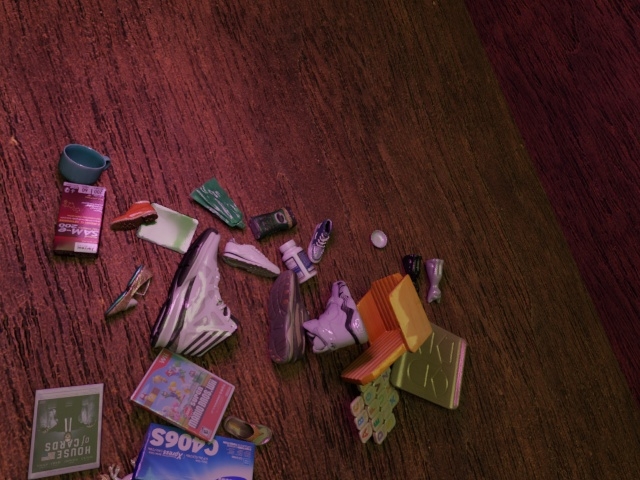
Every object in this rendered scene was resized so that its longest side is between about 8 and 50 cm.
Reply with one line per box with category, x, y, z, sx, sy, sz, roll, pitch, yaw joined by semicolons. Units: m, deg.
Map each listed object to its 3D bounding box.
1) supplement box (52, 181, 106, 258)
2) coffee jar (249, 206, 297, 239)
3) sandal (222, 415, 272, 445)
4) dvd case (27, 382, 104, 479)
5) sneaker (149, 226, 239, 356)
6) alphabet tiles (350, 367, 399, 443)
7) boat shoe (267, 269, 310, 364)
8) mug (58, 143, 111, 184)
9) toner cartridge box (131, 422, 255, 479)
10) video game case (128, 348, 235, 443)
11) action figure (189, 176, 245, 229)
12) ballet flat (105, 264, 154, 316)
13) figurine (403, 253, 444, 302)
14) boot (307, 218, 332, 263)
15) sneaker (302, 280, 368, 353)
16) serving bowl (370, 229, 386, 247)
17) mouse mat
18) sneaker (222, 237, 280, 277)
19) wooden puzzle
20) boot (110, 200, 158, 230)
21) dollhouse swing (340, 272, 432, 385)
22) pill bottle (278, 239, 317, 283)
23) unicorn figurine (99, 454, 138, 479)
supplement box;-0.803;-0.066;1.390;0.130;0.073;0.239;6;71;-25
coffee jar;-0.190;-0.073;1.692;0.185;0.079;0.096;-19;79;-29
sandal;-0.248;0.654;1.423;0.180;0.049;0.072;29;62;-15
dvd case;-0.745;0.555;1.224;0.180;0.029;0.238;2;71;-25
sneaker;-0.394;0.193;1.474;0.258;0.169;0.447;27;70;-25
alphabet tiles;0.221;0.632;1.616;0.278;0.021;0.283;-27;104;-45
boat shoe;-0.117;0.293;1.588;0.130;0.132;0.355;20;65;-43
mug;-0.810;-0.248;1.428;0.158;0.097;0.129;16;34;-41
toner cartridge box;-0.384;0.693;1.289;0.348;0.075;0.165;21;36;-19
video game case;-0.439;0.499;1.353;0.285;0.025;0.204;34;38;-11
action figure;-0.382;-0.128;1.625;0.232;0.063;0.137;44;57;-2
ballet flat;-0.632;0.178;1.394;0.067;0.073;0.206;41;62;-25
figurine;0.484;0.186;1.939;0.215;0.092;0.209;11;76;-24
boot;0.000;0.000;1.755;0.069;0.086;0.189;19;65;-19
sneaker;0.039;0.290;1.589;0.210;0.365;0.137;-23;116;0
serving bowl;0.266;-0.003;1.922;0.084;0.027;0.083;9;68;-23
mouse mat;-0.564;-0.046;1.540;0.190;0.007;0.152;24;63;-18
sneaker;-0.258;0.070;1.609;0.235;0.090;0.094;26;54;-18
wooden puzzle;0.463;0.522;1.799;0.348;0.080;0.321;27;63;-18
boot;-0.673;-0.091;1.481;0.158;0.059;0.084;-22;65;-27
dollhouse swing;0.189;0.336;1.589;0.305;0.347;0.314;-19;82;-20
pill bottle;-0.095;0.085;1.674;0.094;0.094;0.169;-31;88;-31
unicorn figurine;-0.565;0.714;1.247;0.162;0.060;0.111;-12;78;-13
